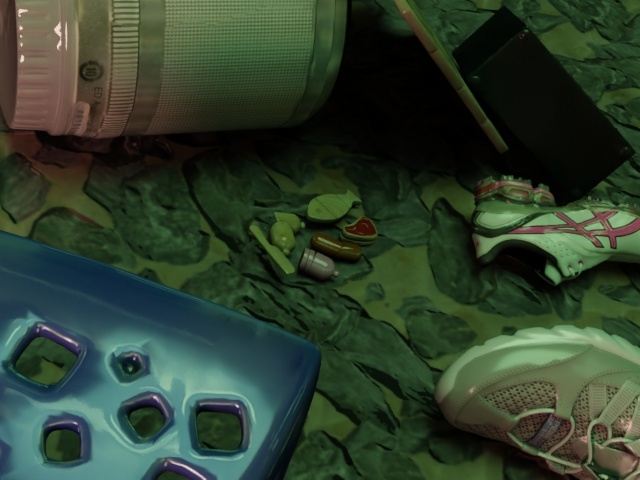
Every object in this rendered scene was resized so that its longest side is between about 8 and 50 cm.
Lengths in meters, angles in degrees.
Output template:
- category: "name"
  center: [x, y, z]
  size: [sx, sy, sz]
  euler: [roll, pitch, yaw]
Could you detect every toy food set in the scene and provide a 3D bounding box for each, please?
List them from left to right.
- category: "toy food set"
  center: [0.000, 0.000, 0.904]
  size: [0.122, 0.019, 0.078]
  euler: [-17, 56, -39]

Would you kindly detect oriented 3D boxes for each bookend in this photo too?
- category: "bookend"
  center: [0.208, -0.136, 1.041]
  size: [0.156, 0.072, 0.157]
  euler: [45, 14, -13]

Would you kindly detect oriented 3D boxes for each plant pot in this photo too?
- category: "plant pot"
  center: [-0.153, 0.157, 0.559]
  size: [0.236, 0.236, 0.212]
  euler: [18, 48, 1]

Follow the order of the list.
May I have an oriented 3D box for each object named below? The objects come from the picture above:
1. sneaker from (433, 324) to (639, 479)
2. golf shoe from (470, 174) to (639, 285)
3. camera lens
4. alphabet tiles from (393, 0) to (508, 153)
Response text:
- category: "sneaker"
  center: [0.219, 0.144, 0.779]
  size: [0.281, 0.105, 0.115]
  euler: [13, 46, -7]
- category: "golf shoe"
  center: [0.217, 0.003, 0.947]
  size: [0.186, 0.067, 0.086]
  euler: [10, 73, -9]
- category: "camera lens"
  center: [-0.126, -0.198, 0.903]
  size: [0.274, 0.219, 0.219]
  euler: [-6, 51, -22]
- category: "alphabet tiles"
  center: [0.066, -0.229, 0.970]
  size: [0.011, 0.342, 0.285]
  euler: [-34, 54, 12]
